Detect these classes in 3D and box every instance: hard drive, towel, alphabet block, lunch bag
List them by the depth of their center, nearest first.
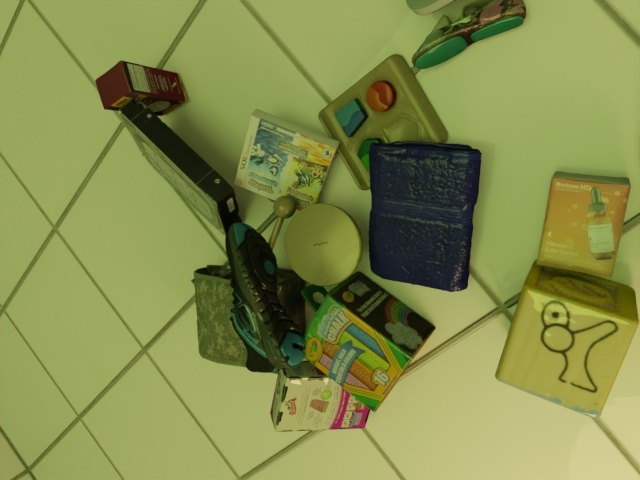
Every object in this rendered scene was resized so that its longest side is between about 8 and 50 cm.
[{"bbox_3d":[0.458,0.173,1.005,0.192,0.193,0.197,19,111,21],"label":"alphabet block"},{"bbox_3d":[0.213,-0.054,1.126,0.227,0.076,0.308,11,115,26],"label":"towel"},{"bbox_3d":[-0.337,-0.170,1.322,0.339,0.237,0.064,44,74,11],"label":"hard drive"},{"bbox_3d":[-0.190,0.189,1.366,0.287,0.169,0.235,5,104,22],"label":"lunch bag"}]

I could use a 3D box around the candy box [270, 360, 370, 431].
[{"bbox_3d":[0.008,0.372,1.289,0.233,0.071,0.159,5,112,-20],"label":"candy box"}]

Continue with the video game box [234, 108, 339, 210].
[{"bbox_3d":[-0.082,-0.176,1.231,0.205,0.048,0.187,22,127,2],"label":"video game box"}]

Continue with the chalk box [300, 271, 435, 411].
[{"bbox_3d":[0.077,0.204,1.223,0.289,0.180,0.179,35,117,17],"label":"chalk box"}]

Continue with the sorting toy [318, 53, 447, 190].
[{"bbox_3d":[0.149,-0.206,1.151,0.229,0.041,0.307,-31,88,31],"label":"sorting toy"}]

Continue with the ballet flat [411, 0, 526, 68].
[{"bbox_3d":[0.273,-0.405,1.022,0.221,0.077,0.079,-19,76,26],"label":"ballet flat"}]

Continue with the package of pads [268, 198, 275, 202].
[{"bbox_3d":[-0.114,-0.140,1.314,0.050,0.032,0.083,37,118,10],"label":"package of pads"}]

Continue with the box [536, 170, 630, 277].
[{"bbox_3d":[0.484,-0.034,0.993,0.130,0.091,0.170,10,108,25],"label":"box"}]

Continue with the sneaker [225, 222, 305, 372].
[{"bbox_3d":[-0.157,0.130,1.183,0.139,0.125,0.341,-24,80,32],"label":"sneaker"}]

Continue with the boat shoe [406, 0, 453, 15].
[{"bbox_3d":[0.298,-0.503,0.955,0.306,0.105,0.113,-39,54,21],"label":"boat shoe"}]

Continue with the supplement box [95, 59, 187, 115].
[{"bbox_3d":[-0.439,-0.371,1.328,0.104,0.188,0.081,-20,86,31],"label":"supplement box"}]

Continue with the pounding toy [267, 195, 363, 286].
[{"bbox_3d":[0.000,0.000,1.229,0.237,0.110,0.183,16,101,23],"label":"pounding toy"}]
